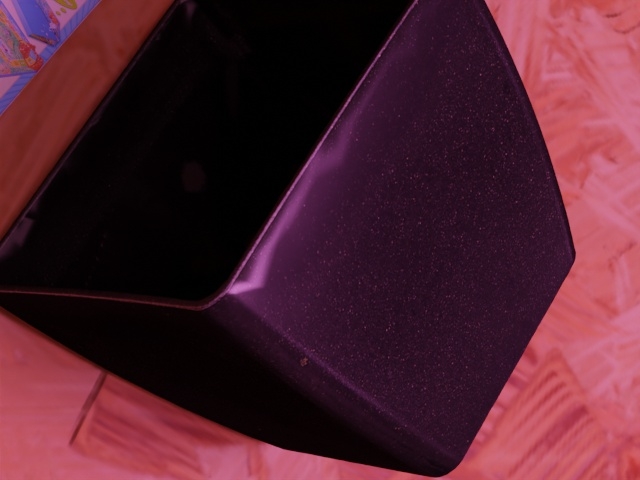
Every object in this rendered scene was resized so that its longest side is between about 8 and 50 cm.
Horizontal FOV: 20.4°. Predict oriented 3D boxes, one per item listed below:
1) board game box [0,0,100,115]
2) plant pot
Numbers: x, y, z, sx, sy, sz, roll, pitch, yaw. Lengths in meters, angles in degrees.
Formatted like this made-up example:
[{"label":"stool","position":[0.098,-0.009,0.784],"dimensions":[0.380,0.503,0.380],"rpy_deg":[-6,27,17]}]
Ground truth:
[{"label":"board game box","position":[-0.175,-0.133,0.778],"dimensions":[0.154,0.026,0.103],"rpy_deg":[45,66,-17]},{"label":"plant pot","position":[0.000,0.000,0.778],"dimensions":[0.167,0.188,0.187],"rpy_deg":[45,65,-29]}]
